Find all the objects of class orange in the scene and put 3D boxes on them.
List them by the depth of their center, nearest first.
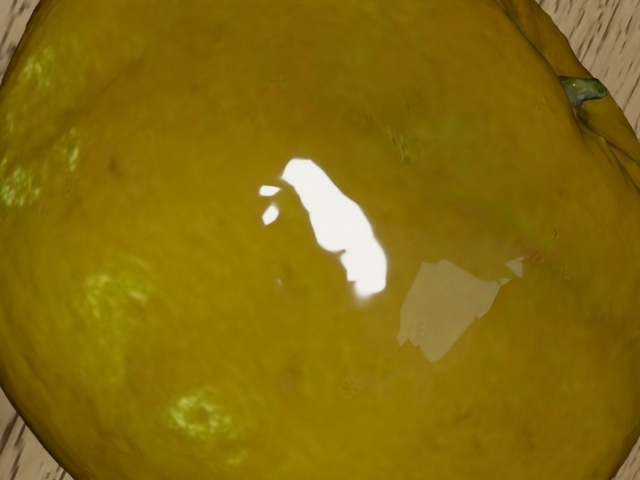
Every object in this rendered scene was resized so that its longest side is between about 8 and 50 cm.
[{"bbox_3d":[0.000,0.000,0.535,0.235,0.279,0.279,-36,136,16],"label":"orange"}]
